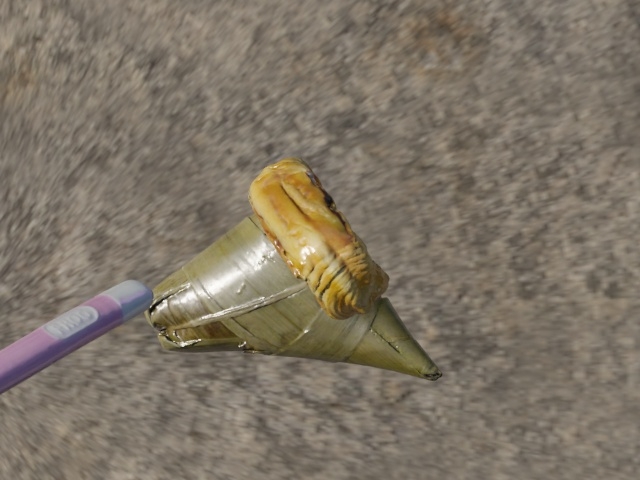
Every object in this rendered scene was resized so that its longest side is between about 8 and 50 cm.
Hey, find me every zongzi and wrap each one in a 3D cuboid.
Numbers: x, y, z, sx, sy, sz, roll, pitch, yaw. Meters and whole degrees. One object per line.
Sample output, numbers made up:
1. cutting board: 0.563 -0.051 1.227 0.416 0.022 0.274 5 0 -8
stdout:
1. zongzi: -0.025 0.070 1.264 0.160 0.078 0.176 -35 93 12

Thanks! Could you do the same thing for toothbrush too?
1. toothbrush: -0.160 0.069 0.756 0.020 0.286 0.025 29 122 19

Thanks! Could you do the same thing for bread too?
1. bread: 0.000 0.000 1.018 0.044 0.111 0.083 -37 137 4
